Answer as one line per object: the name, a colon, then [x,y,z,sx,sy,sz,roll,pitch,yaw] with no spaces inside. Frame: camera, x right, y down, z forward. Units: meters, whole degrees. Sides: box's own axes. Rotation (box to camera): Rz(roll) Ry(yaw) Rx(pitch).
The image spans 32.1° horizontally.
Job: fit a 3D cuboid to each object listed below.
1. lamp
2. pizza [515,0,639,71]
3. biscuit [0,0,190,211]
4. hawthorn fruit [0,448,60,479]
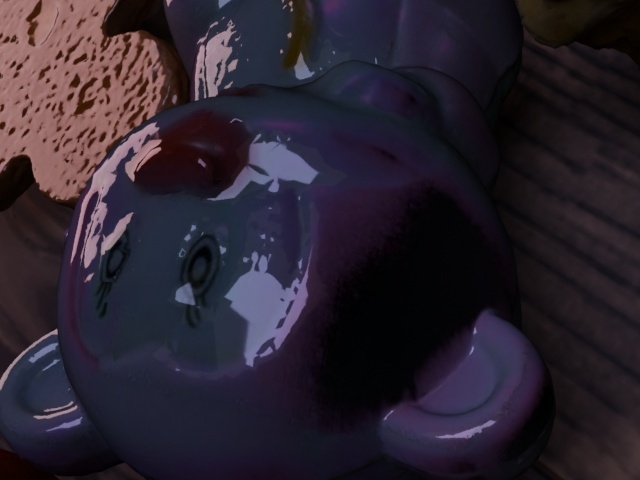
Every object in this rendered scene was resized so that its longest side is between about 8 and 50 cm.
lamp: [0.000,0.000,0.540,0.247,0.247,0.301,-2,48,20]
pizza: [0.186,-0.110,0.514,0.182,0.161,0.063,-13,59,15]
biscuit: [-0.180,-0.108,0.729,0.324,0.049,0.205,30,87,44]
hawthorn fruit: [-0.187,0.221,0.504,0.284,0.284,0.284,-9,68,22]
